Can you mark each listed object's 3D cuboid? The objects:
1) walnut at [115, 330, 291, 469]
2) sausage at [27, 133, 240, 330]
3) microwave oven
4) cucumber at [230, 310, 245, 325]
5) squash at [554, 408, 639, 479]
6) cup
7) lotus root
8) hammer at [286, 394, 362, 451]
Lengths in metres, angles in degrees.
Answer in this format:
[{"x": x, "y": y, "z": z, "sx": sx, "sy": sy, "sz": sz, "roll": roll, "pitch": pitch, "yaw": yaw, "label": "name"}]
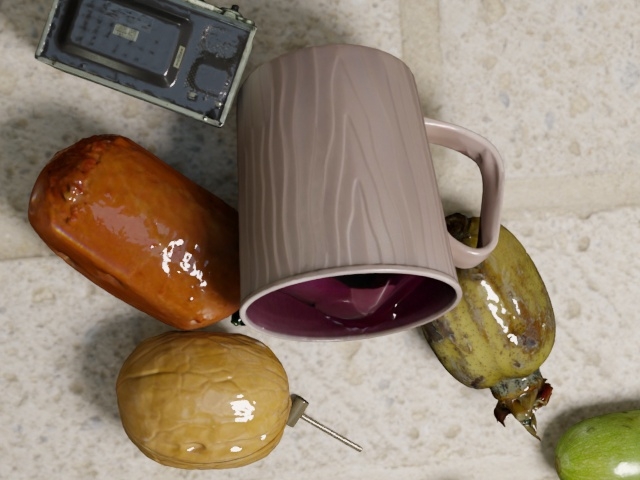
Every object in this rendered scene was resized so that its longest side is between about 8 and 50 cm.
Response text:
[{"x": -0.131, "y": 0.180, "z": 1.220, "sx": 0.197, "sy": 0.165, "sz": 0.165, "roll": 3, "pitch": 97, "yaw": -15, "label": "walnut"}, {"x": -0.187, "y": -0.006, "z": 1.187, "sx": 0.268, "sy": 0.153, "sz": 0.141, "roll": 34, "pitch": 70, "yaw": -15, "label": "sausage"}, {"x": -0.180, "y": -0.213, "z": 1.159, "sx": 0.205, "sy": 0.163, "sz": 0.129, "roll": 19, "pitch": 92, "yaw": -8, "label": "microwave oven"}, {"x": 0.000, "y": 0.000, "z": 1.274, "sx": 0.284, "sy": 0.056, "sz": 0.056, "roll": -41, "pitch": 102, "yaw": -5, "label": "cucumber"}, {"x": 0.471, "y": 0.262, "z": 1.355, "sx": 0.370, "sy": 0.118, "sz": 0.118, "roll": -4, "pitch": 98, "yaw": -11, "label": "squash"}, {"x": 0.050, "y": -0.048, "z": 1.136, "sx": 0.288, "sy": 0.208, "sz": 0.273, "roll": -11, "pitch": 66, "yaw": 10, "label": "cup"}, {"x": 0.201, "y": 0.099, "z": 1.275, "sx": 0.154, "sy": 0.154, "sz": 0.278, "roll": -29, "pitch": 99, "yaw": -5, "label": "lotus root"}, {"x": 0.006, "y": 0.231, "z": 1.322, "sx": 0.110, "sy": 0.019, "sz": 0.035, "roll": 33, "pitch": 92, "yaw": -14, "label": "hammer"}]
